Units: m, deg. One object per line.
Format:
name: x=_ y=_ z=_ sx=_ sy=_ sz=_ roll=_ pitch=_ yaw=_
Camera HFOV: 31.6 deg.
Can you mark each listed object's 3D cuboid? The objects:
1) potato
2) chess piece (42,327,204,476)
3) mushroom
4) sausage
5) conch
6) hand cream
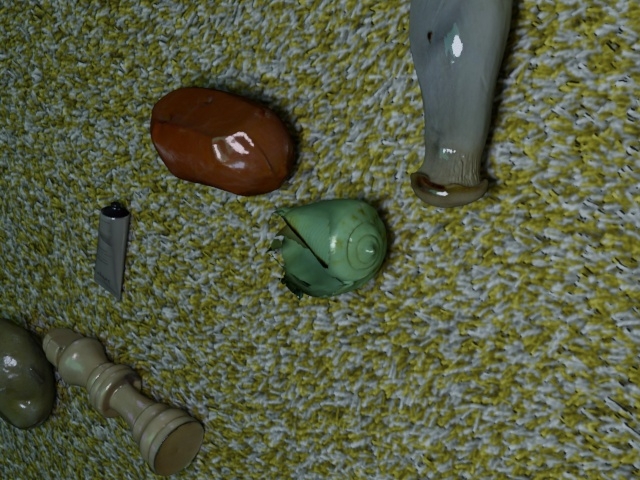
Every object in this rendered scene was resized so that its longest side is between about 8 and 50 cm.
potato: x=-0.616 y=0.268 z=2.261 sx=0.235 sy=0.160 sz=0.178 roll=64 pitch=169 yaw=-4
chess piece: x=-0.383 y=0.275 z=2.097 sx=0.397 sy=0.117 sz=0.117 roll=34 pitch=117 yaw=33
mushroom: x=0.184 y=-0.211 z=1.561 sx=0.159 sy=0.122 sz=0.329 roll=-142 pitch=54 yaw=-72
sausage: x=-0.157 y=-0.160 z=1.811 sx=0.268 sy=0.153 sz=0.141 roll=20 pitch=150 yaw=36
conch: x=-0.006 y=0.014 z=1.721 sx=0.250 sy=0.137 sz=0.143 roll=-8 pitch=92 yaw=40
hand cream: x=-0.388 y=0.014 z=2.102 sx=0.087 sy=0.054 sz=0.186 roll=31 pitch=122 yaw=36
